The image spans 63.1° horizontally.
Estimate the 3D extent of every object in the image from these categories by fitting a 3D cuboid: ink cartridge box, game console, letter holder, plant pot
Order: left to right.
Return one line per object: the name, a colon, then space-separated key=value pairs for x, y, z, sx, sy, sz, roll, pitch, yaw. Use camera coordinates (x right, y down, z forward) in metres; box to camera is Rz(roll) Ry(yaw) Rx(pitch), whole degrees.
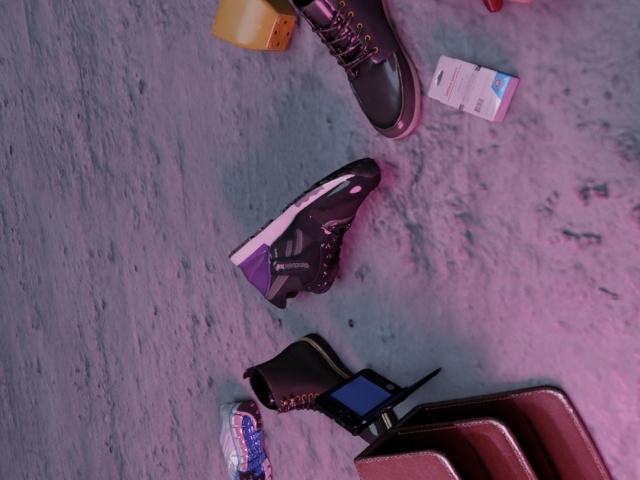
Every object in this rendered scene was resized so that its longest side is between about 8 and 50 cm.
plant pot: x=-0.083 y=-0.299 z=0.708 sx=0.083 sy=0.081 sz=0.081 roll=35 pitch=121 yaw=17
game console: x=0.070 y=0.183 z=0.653 sx=0.107 sy=0.122 sz=0.071 roll=25 pitch=114 yaw=35
ink cartridge box: x=0.163 y=-0.164 z=0.561 sx=0.083 sy=0.028 sz=0.048 roll=32 pitch=118 yaw=31
letter holder: x=0.207 y=0.335 z=0.555 sx=0.214 sy=0.152 sz=0.302 roll=-25 pitch=83 yaw=39

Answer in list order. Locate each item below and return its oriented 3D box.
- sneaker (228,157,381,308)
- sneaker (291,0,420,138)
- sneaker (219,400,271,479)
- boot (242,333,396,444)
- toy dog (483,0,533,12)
sneaker: x=0.000 y=0.000 z=0.706 sx=0.283 sy=0.107 sz=0.124 roll=-36 pitch=91 yaw=43
sneaker: x=0.034 y=-0.220 z=0.597 sx=0.083 sy=0.118 sz=0.222 roll=-22 pitch=85 yaw=41
sneaker: x=-0.141 y=0.374 z=0.918 sx=0.082 sy=0.071 sz=0.191 roll=-7 pitch=87 yaw=47
boot: x=-0.003 y=0.228 z=0.715 sx=0.198 sy=0.137 sz=0.077 roll=39 pitch=122 yaw=27
toy dog: x=0.182 y=-0.343 z=0.456 sx=0.334 sy=0.161 sz=0.220 roll=-50 pitch=64 yaw=19
